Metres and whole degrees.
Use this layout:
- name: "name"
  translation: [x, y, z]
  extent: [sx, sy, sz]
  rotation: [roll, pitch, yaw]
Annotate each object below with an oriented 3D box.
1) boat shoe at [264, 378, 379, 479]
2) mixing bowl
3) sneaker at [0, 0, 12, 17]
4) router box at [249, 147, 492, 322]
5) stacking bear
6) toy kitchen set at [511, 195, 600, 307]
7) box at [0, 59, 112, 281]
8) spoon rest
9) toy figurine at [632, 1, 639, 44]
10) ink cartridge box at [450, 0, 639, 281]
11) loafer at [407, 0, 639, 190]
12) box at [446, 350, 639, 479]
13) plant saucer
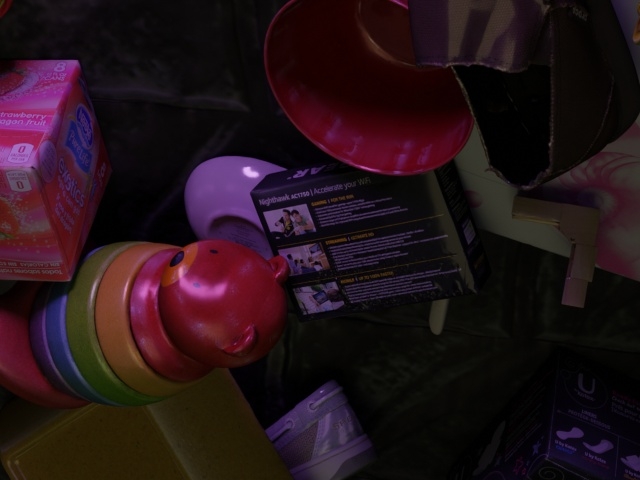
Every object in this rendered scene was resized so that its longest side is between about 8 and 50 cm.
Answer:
- name: "boat shoe"
  translation: [-0.083, 0.241, 1.804]
  extent: [0.320, 0.118, 0.103]
  rotation: [-24, 87, 36]
- name: "mixing bowl"
  translation: [0.057, -0.152, 1.363]
  extent: [0.181, 0.098, 0.181]
  rotation: [18, 137, 17]
- name: "sneaker"
  translation: [-0.308, -0.233, 1.414]
  extent: [0.118, 0.107, 0.279]
  rotation: [14, 142, -26]
- name: "router box"
  translation: [0.043, -0.007, 1.462]
  extent: [0.179, 0.046, 0.133]
  rotation: [-10, 111, 28]
- name: "stacking bear"
  translation: [-0.151, 0.068, 1.530]
  extent: [0.289, 0.175, 0.164]
  rotation: [-10, 127, 43]
- name: "toy kitchen set"
  translation: [0.196, 0.010, 1.434]
  extent: [0.075, 0.083, 0.068]
  rotation: [10, 179, 8]
- name: "box"
  translation: [-0.361, -0.066, 1.535]
  extent: [0.300, 0.154, 0.142]
  rotation: [1, 135, 13]
- name: "spoon rest"
  translation: [0.000, 0.000, 1.569]
  extent: [0.276, 0.084, 0.137]
  rotation: [21, 136, 13]
- name: "toy figurine"
  translation: [0.392, -0.243, 1.136]
  extent: [0.217, 0.191, 0.362]
  rotation: [25, 129, -23]
- name: "ink cartridge box"
  translation: [0.288, -0.099, 1.389]
  extent: [0.330, 0.071, 0.324]
  rotation: [18, 135, -1]
- name: "loafer"
  translation: [0.124, -0.175, 1.192]
  extent: [0.134, 0.130, 0.366]
  rotation: [7, 141, 44]
- name: "box"
  translation: [0.243, 0.253, 1.695]
  extent: [0.163, 0.142, 0.247]
  rotation: [23, 136, -10]
- name: "plant saucer"
  translation: [-0.187, 0.269, 1.753]
  extent: [0.333, 0.081, 0.332]
  rotation: [-34, 87, 37]
